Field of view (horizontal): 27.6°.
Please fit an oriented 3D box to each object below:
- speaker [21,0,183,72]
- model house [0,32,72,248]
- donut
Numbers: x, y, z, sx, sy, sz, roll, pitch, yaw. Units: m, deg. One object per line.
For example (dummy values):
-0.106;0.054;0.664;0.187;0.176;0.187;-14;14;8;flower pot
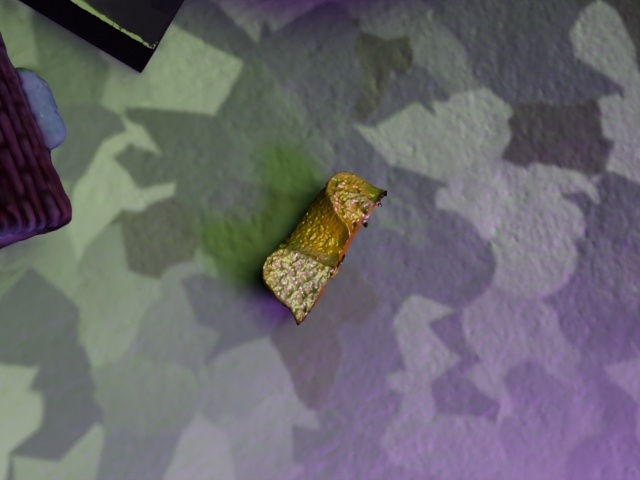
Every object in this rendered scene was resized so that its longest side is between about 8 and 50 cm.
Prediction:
-0.170;-0.186;0.713;0.218;0.044;0.082;31;73;-12;speaker
-0.261;-0.105;0.602;0.249;0.230;0.280;-23;93;-55;model house
0.000;0.000;0.737;0.038;0.067;0.083;33;106;5;donut
